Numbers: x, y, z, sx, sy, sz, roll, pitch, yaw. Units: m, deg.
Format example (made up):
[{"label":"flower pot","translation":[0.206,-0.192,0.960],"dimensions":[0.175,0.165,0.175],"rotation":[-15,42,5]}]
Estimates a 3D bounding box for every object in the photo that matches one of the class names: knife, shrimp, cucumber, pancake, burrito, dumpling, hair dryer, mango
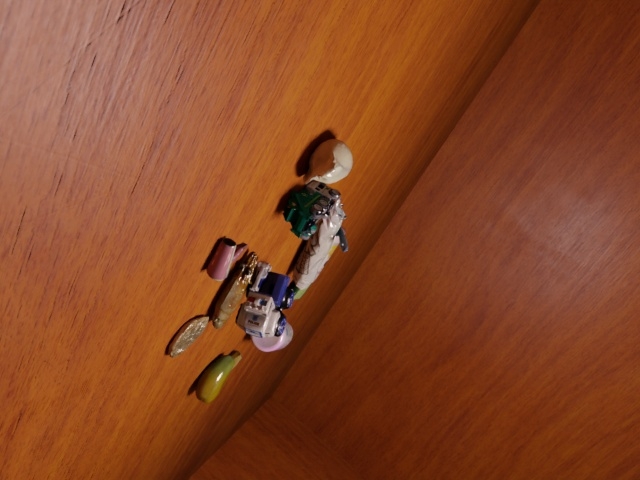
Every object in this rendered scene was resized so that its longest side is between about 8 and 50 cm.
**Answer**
[{"label":"knife","translation":[0.071,-0.032,1.766],"dimensions":[0.045,0.019,0.313],"rotation":[-57,-160,21]},{"label":"shrimp","translation":[-0.249,0.145,1.384],"dimensions":[0.294,0.062,0.154],"rotation":[-57,179,28]},{"label":"cucumber","translation":[-0.101,0.208,2.062],"dimensions":[0.115,0.062,0.116],"rotation":[-56,160,7]},{"label":"pancake","translation":[-0.378,0.275,1.330],"dimensions":[0.152,0.025,0.152],"rotation":[-50,167,-17]},{"label":"burrito","translation":[0.000,0.000,1.761],"dimensions":[0.139,0.101,0.446],"rotation":[-73,-173,-54]},{"label":"dumpling","translation":[0.015,-0.209,1.289],"dimensions":[0.155,0.111,0.181],"rotation":[-25,170,21]},{"label":"hair dryer","translation":[-0.230,0.033,1.192],"dimensions":[0.106,0.054,0.154],"rotation":[-62,175,19]},{"label":"mango","translation":[-0.401,0.525,1.768],"dimensions":[0.195,0.091,0.130],"rotation":[-52,167,-27]}]

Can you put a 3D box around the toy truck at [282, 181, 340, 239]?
[{"label":"toy truck","translation":[-0.034,-0.102,1.364],"dimensions":[0.110,0.116,0.216],"rotation":[-61,173,36]}]

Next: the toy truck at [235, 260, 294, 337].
[{"label":"toy truck","translation":[-0.178,0.188,1.448],"dimensions":[0.177,0.161,0.213],"rotation":[90,16,-63]}]

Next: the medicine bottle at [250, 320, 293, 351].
[{"label":"medicine bottle","translation":[-0.205,0.407,2.023],"dimensions":[0.152,0.152,0.254],"rotation":[-52,167,-3]}]

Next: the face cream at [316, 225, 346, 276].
[{"label":"face cream","translation":[0.014,0.050,2.030],"dimensions":[0.269,0.073,0.107],"rotation":[-58,175,14]}]

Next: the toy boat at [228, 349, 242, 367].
[{"label":"toy boat","translation":[-0.384,0.508,1.887],"dimensions":[0.149,0.048,0.047],"rotation":[-42,133,-35]}]
